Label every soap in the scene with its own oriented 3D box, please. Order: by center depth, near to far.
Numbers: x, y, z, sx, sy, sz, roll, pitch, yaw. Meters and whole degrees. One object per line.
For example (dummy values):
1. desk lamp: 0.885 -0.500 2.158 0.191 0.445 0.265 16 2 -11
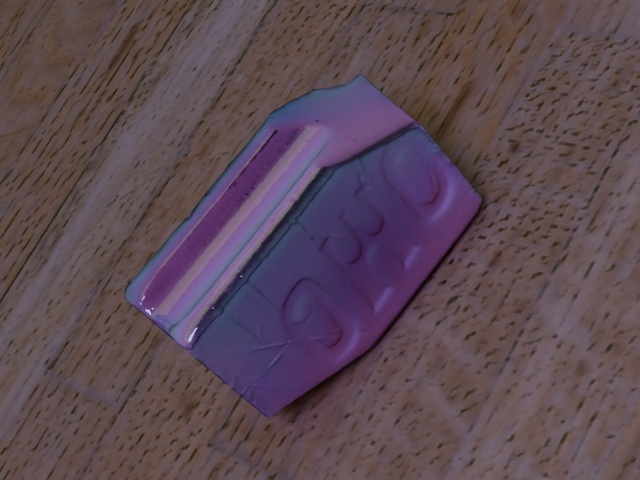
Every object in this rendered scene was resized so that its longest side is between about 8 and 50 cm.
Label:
1. soap: 0.000 0.000 0.631 0.149 0.100 0.056 -50 47 -8
